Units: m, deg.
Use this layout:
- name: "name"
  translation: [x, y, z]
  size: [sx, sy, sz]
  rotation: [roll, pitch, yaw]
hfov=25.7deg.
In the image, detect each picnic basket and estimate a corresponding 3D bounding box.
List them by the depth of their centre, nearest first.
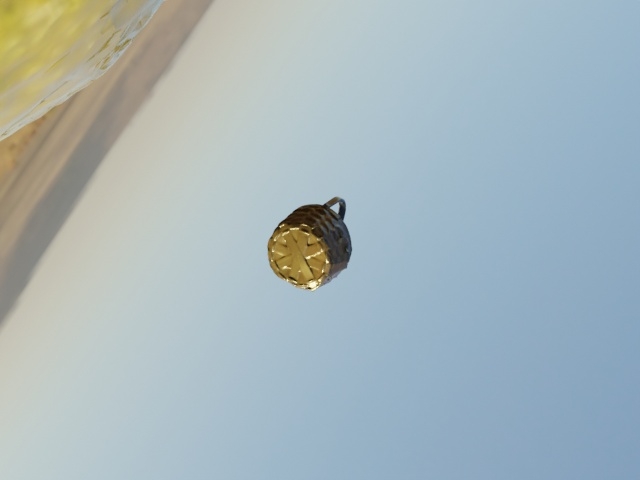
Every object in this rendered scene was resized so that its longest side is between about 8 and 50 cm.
- name: "picnic basket"
  translation: [0.000, 0.000, 1.170]
  size: [0.072, 0.072, 0.083]
  rotation: [-49, 174, 30]

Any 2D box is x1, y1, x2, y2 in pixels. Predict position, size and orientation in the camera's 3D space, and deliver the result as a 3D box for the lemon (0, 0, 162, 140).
- name: "lemon"
  translation: [-0.166, -0.161, 0.365]
  size: [0.364, 0.364, 0.364]
  rotation: [-53, -170, 14]
